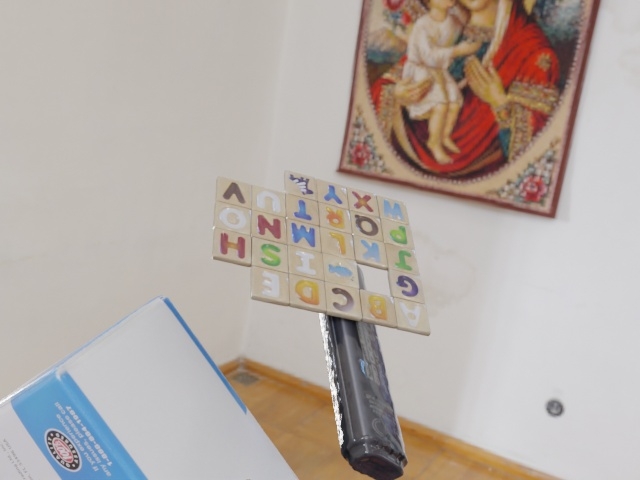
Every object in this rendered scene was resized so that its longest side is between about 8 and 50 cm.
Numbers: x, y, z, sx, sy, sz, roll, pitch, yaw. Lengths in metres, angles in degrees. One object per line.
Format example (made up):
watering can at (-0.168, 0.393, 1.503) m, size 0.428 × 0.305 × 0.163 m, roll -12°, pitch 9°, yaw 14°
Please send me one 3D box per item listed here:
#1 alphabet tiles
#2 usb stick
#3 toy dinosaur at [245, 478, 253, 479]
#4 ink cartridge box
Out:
alphabet tiles at (0.000, 0.000, 0.797) m, size 0.237 × 0.009 × 0.198 m, roll 14°, pitch 44°, yaw -19°
usb stick at (0.034, 0.114, 0.760) m, size 0.077 × 0.045 × 0.278 m, roll 39°, pitch 25°, yaw -33°
toy dinosaur at (0.000, 0.118, 0.246) m, size 0.082 × 0.047 × 0.090 m, roll 21°, pitch 31°, yaw 1°
ink cartridge box at (-0.249, 0.278, 0.809) m, size 0.395 × 0.285 × 0.166 m, roll -31°, pitch 6°, yaw 34°
